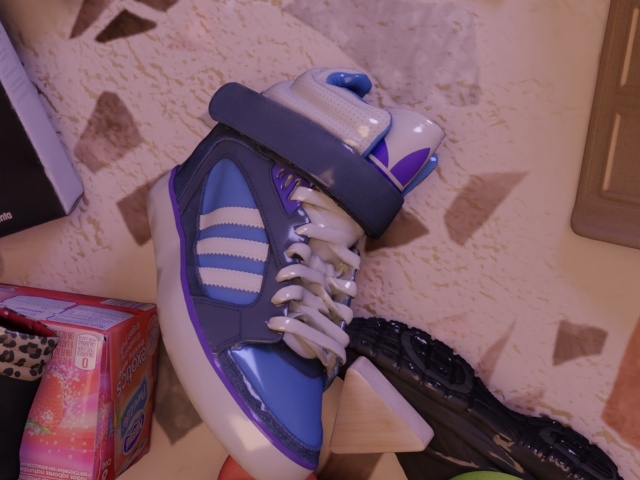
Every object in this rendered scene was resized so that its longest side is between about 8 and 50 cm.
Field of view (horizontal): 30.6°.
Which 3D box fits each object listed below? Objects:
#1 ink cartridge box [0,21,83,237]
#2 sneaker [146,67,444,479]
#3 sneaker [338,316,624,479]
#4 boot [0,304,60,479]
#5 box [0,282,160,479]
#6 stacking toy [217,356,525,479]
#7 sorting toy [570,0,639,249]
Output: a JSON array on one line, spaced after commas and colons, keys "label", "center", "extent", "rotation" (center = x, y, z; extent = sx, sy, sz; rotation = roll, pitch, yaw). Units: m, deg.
[{"label": "ink cartridge box", "center": [-0.358, -0.163, 0.974], "extent": [0.176, 0.069, 0.371], "rotation": [-18, 109, 11]}, {"label": "sneaker", "center": [0.000, 0.000, 0.884], "extent": [0.236, 0.130, 0.322], "rotation": [-35, 47, 15]}, {"label": "sneaker", "center": [0.106, 0.172, 0.959], "extent": [0.286, 0.109, 0.130], "rotation": [35, 109, 9]}, {"label": "boot", "center": [-0.323, 0.115, 0.885], "extent": [0.236, 0.085, 0.178], "rotation": [20, 97, 2]}, {"label": "box", "center": [-0.303, 0.114, 1.000], "extent": [0.300, 0.154, 0.142], "rotation": [7, 96, 9]}, {"label": "stacking toy", "center": [0.035, 0.273, 0.914], "extent": [0.309, 0.130, 0.279], "rotation": [39, 125, 7]}, {"label": "sorting toy", "center": [0.350, -0.086, 0.870], "extent": [0.307, 0.041, 0.229], "rotation": [14, 96, 35]}]
